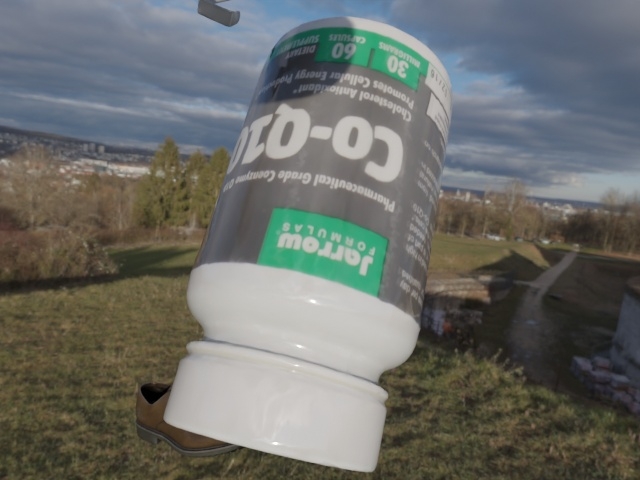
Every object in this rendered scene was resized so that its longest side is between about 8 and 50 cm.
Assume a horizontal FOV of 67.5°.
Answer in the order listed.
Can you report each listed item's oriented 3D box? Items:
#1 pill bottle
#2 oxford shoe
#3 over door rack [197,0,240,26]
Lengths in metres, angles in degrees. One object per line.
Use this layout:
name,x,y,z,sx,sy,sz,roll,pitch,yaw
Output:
pill bottle,0.000,0.000,0.443,0.204,0.361,0.204,11,-22,5
oxford shoe,-0.192,0.255,0.707,0.227,0.096,0.083,0,11,25
over door rack,-0.123,-0.483,0.708,0.108,0.239,0.324,15,34,-6
